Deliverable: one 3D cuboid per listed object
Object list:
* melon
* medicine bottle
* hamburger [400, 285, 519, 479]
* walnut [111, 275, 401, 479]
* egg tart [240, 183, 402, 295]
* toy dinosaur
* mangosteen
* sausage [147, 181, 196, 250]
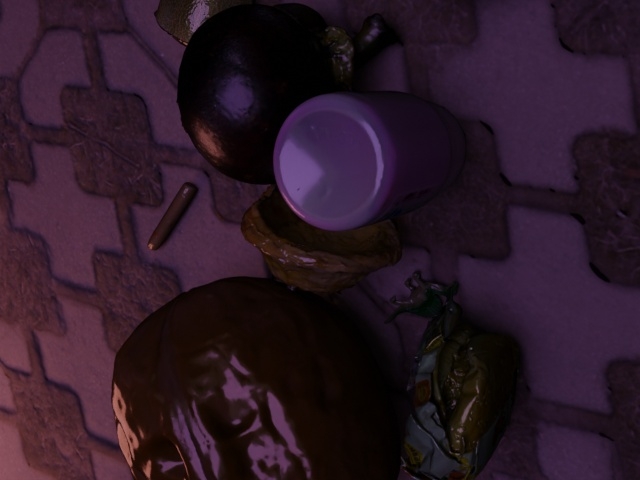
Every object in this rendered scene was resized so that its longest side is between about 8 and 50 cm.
[{"bbox_3d":[-0.167,-0.333,1.198,0.160,0.079,0.128,31,119,23],"label":"melon"},{"bbox_3d":[0.068,-0.098,1.007,0.152,0.254,0.151,5,100,28],"label":"medicine bottle"},{"bbox_3d":[0.168,0.170,1.030,0.125,0.214,0.235,11,99,16],"label":"hamburger"},{"bbox_3d":[-0.085,0.242,1.122,0.354,0.308,0.397,-35,84,28],"label":"walnut"},{"bbox_3d":[0.000,0.001,1.101,0.213,0.213,0.090,25,124,24],"label":"egg tart"},{"bbox_3d":[0.127,0.084,1.141,0.060,0.029,0.119,40,119,-1],"label":"toy dinosaur"},{"bbox_3d":[-0.039,-0.199,1.082,0.289,0.231,0.231,-23,87,9],"label":"mangosteen"},{"bbox_3d":[-0.229,-0.034,1.320,0.024,0.024,0.132,44,116,16],"label":"sausage"}]
